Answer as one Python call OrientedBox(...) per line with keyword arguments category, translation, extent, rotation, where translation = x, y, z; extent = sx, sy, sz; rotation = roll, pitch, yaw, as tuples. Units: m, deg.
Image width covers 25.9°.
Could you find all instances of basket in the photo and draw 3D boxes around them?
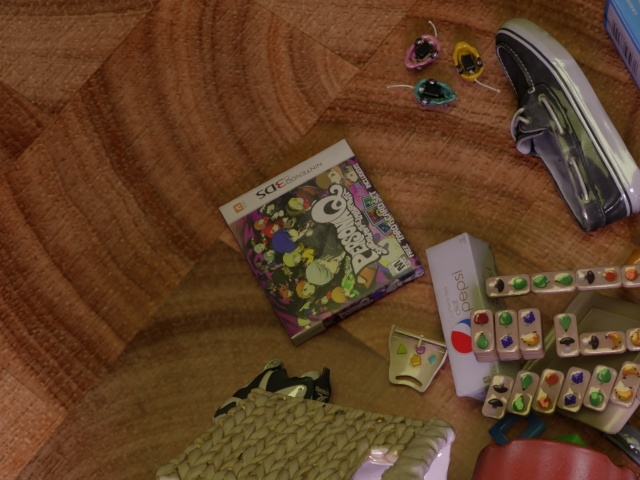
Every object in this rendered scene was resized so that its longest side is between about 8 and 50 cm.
OrientedBox(category="basket", translation=(-0.022, 0.383, 1.607), extent=(0.266, 0.328, 0.331), rotation=(10, 107, 18))

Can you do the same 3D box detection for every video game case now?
OrientedBox(category="video game case", translation=(0.000, 0.000, 1.959), extent=(0.210, 0.042, 0.232), rotation=(-29, 67, -2))

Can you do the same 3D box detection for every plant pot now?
OrientedBox(category="plant pot", translation=(0.263, 0.393, 1.658), extent=(0.272, 0.272, 0.265), rotation=(8, 62, 11))

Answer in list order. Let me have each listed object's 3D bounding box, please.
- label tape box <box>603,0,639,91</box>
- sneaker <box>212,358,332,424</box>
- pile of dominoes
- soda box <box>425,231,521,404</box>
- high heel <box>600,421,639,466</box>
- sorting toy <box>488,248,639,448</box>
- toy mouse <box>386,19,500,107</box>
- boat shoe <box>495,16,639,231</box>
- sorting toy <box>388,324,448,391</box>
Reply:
OrientedBox(category="label tape box", translation=(0.609, -0.292, 1.954), extent=(0.347, 0.115, 0.249), rotation=(-22, 67, -4))
OrientedBox(category="sneaker", translation=(-0.012, 0.247, 1.832), extent=(0.235, 0.094, 0.153), rotation=(36, 86, 30))
OrientedBox(category="pile of dominoes", translation=(0.316, 0.119, 1.748), extent=(0.251, 0.040, 0.196), rotation=(-6, 63, 12))
OrientedBox(category="soda box", translation=(0.205, 0.104, 1.858), extent=(0.069, 0.074, 0.216), rotation=(-25, 63, 28))
OrientedBox(category="high heel", translation=(0.504, 0.215, 1.789), extent=(0.186, 0.093, 0.261), rotation=(40, 74, 7))
OrientedBox(category="sorting toy", translation=(0.367, 0.158, 1.810), extent=(0.348, 0.047, 0.196), rotation=(-51, 32, -12))
OrientedBox(category="toy mouse", translation=(0.164, -0.244, 2.039), extent=(0.143, 0.031, 0.161), rotation=(-25, 67, -3))
OrientedBox(category="boat shoe", translation=(0.322, -0.164, 1.935), extent=(0.119, 0.121, 0.335), rotation=(-28, 69, -8))
OrientedBox(category="sorting toy", translation=(0.127, 0.163, 1.878), extent=(0.083, 0.045, 0.075), rotation=(17, 79, 14))
